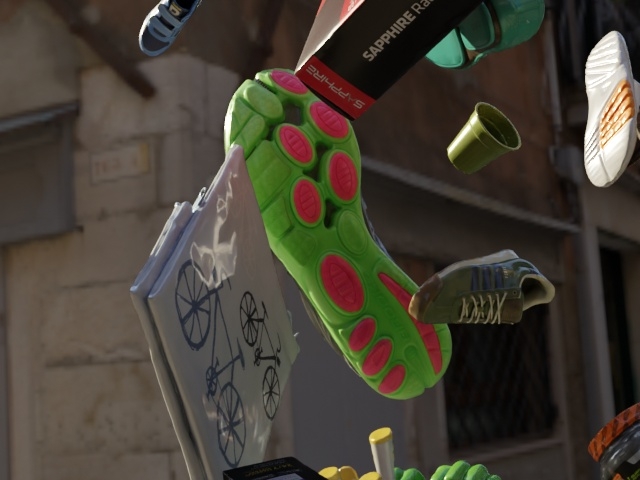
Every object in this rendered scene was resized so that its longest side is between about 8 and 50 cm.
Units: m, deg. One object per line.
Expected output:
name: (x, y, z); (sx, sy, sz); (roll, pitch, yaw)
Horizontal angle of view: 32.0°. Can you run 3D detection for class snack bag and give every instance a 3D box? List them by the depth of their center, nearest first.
snack bag: (-0.103, 0.093, 1.223); (0.037, 0.323, 0.342); (-5, 31, 16)

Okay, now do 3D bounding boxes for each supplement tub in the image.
supplement tub: (0.395, 0.279, 1.244); (0.117, 0.190, 0.117); (-27, -31, -18)

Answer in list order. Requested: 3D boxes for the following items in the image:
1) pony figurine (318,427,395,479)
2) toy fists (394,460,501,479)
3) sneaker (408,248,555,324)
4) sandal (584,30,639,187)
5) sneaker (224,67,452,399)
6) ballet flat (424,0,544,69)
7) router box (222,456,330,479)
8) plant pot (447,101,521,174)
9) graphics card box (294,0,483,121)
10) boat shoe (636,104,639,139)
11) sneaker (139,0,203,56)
pony figurine: (0.106, 0.530, 1.785); (0.303, 0.363, 0.351); (-16, 9, 11)
toy fists: (0.194, 0.463, 1.932); (0.279, 0.142, 0.096); (-14, 4, 34)
sneaker: (0.199, 0.066, 1.309); (0.192, 0.064, 0.086); (-18, 41, -40)
sandal: (0.424, -0.183, 1.547); (0.076, 0.265, 0.102); (22, -37, -17)
sneaker: (0.000, 0.000, 1.520); (0.185, 0.482, 0.202); (-25, 2, -16)
ballet flat: (0.186, -0.243, 1.265); (0.087, 0.083, 0.247); (-18, 8, -12)
router box: (-0.001, 0.379, 1.021); (0.081, 0.308, 0.243); (-8, 8, -23)
plant pot: (0.218, -0.134, 1.539); (0.083, 0.083, 0.079); (4, -37, -45)
graphics card box: (0.130, -0.309, 1.106); (0.094, 0.232, 0.371); (35, -46, -18)
boat shoe: (0.461, -0.154, 1.059); (0.325, 0.116, 0.123); (-9, 9, 7)
sneaker: (-0.217, -0.328, 1.620); (0.053, 0.144, 0.059); (36, 16, -11)
